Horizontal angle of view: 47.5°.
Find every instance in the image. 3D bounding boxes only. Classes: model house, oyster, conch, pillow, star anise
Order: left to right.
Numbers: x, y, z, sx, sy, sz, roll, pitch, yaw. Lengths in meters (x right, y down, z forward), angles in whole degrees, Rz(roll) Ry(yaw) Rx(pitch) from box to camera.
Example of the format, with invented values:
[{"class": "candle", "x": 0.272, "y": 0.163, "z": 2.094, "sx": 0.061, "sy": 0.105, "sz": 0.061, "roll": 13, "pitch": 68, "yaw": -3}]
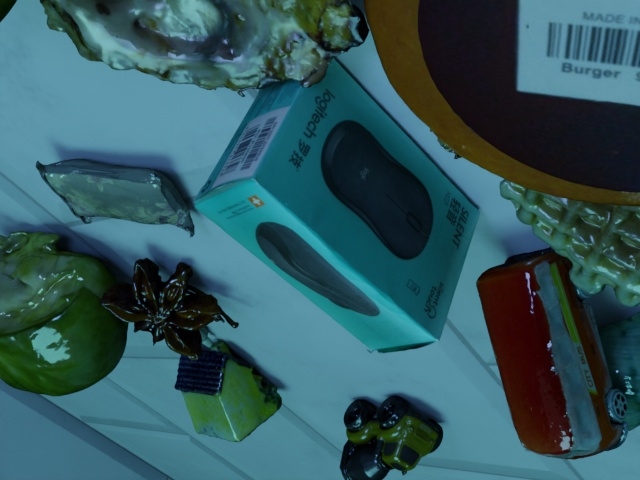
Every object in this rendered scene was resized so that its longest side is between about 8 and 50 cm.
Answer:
[{"class": "pillow", "x": -0.323, "y": -0.076, "z": 1.166, "sx": 0.254, "sy": 0.059, "sz": 0.169, "roll": 7, "pitch": 146, "yaw": 23}, {"class": "star anise", "x": -0.292, "y": 0.126, "z": 1.378, "sx": 0.190, "sy": 0.126, "sz": 0.220, "roll": -35, "pitch": 112, "yaw": 11}, {"class": "oyster", "x": -0.130, "y": -0.236, "z": 0.748, "sx": 0.360, "sy": 0.096, "sz": 0.221, "roll": -6, "pitch": 137, "yaw": 38}, {"class": "model house", "x": -0.224, "y": 0.322, "z": 1.673, "sx": 0.193, "sy": 0.170, "sz": 0.212, "roll": -4, "pitch": 112, "yaw": 48}, {"class": "conch", "x": 0.410, "y": 0.191, "z": 0.995, "sx": 0.196, "sy": 0.134, "sz": 0.202, "roll": 26, "pitch": 149, "yaw": 28}]

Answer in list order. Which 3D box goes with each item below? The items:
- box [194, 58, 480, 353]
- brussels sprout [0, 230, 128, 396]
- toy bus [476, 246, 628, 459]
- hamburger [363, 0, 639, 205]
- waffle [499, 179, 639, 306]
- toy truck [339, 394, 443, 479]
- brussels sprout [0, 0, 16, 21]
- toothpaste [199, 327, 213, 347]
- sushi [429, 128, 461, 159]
[{"class": "box", "x": 0.035, "y": -0.036, "z": 0.842, "sx": 0.311, "sy": 0.205, "sz": 0.118, "roll": 42, "pitch": 147, "yaw": -26}, {"class": "brussels sprout", "x": -0.561, "y": 0.152, "z": 1.468, "sx": 0.371, "sy": 0.276, "sz": 0.315, "roll": 16, "pitch": 145, "yaw": 15}, {"class": "toy bus", "x": 0.285, "y": 0.146, "z": 0.907, "sx": 0.119, "sy": 0.265, "sz": 0.121, "roll": -11, "pitch": 175, "yaw": -41}, {"class": "hamburger", "x": 0.198, "y": -0.194, "z": 0.442, "sx": 0.329, "sy": 0.250, "sz": 0.330, "roll": 20, "pitch": 152, "yaw": 11}, {"class": "waffle", "x": 0.318, "y": -0.030, "z": 0.722, "sx": 0.292, "sy": 0.056, "sz": 0.309, "roll": 48, "pitch": 157, "yaw": -18}, {"class": "toy truck", "x": 0.139, "y": 0.433, "z": 1.530, "sx": 0.147, "sy": 0.165, "sz": 0.224, "roll": 37, "pitch": 146, "yaw": -21}, {"class": "brussels sprout", "x": -0.416, "y": -0.308, "z": 0.587, "sx": 0.425, "sy": 0.342, "sz": 0.361, "roll": 1, "pitch": 137, "yaw": 51}, {"class": "toothpaste", "x": -0.310, "y": 0.160, "z": 1.541, "sx": 0.064, "sy": 0.041, "sz": 0.218, "roll": -24, "pitch": 123, "yaw": 38}, {"class": "sushi", "x": 0.138, "y": -0.133, "z": 0.761, "sx": 0.061, "sy": 0.060, "sz": 0.118, "roll": 1, "pitch": 142, "yaw": 41}]
